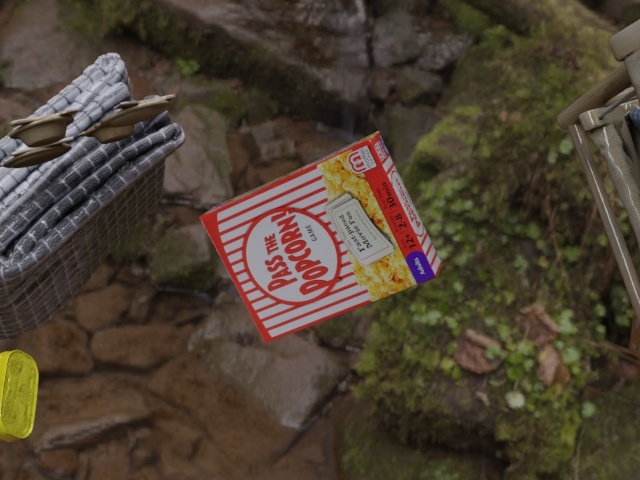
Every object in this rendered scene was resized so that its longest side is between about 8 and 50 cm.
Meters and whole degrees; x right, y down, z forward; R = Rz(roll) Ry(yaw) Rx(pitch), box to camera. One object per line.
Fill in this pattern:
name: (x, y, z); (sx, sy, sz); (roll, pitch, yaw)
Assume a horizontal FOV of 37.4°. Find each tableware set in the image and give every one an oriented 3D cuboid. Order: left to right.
tableware set: (-0.213, -0.099, 0.847); (0.141, 0.020, 0.168); (-19, 1, -25)

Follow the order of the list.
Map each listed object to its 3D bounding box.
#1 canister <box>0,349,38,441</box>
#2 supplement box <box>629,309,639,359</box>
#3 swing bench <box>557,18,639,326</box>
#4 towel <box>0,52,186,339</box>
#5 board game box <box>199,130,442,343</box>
canister: (-0.497, 0.234, 1.349); (0.170, 0.073, 0.126); (-15, 58, 18)
supplement box: (0.456, 0.110, 1.225); (0.078, 0.233, 0.080); (-45, 66, -6)
swing bench: (0.325, -0.046, 0.742); (0.165, 0.255, 0.253); (-17, 79, -1)
towel: (-0.276, -0.034, 1.030); (0.121, 0.235, 0.284); (41, 68, 6)
board game box: (0.000, 0.000, 0.925); (0.193, 0.147, 0.045); (-24, 10, 21)
